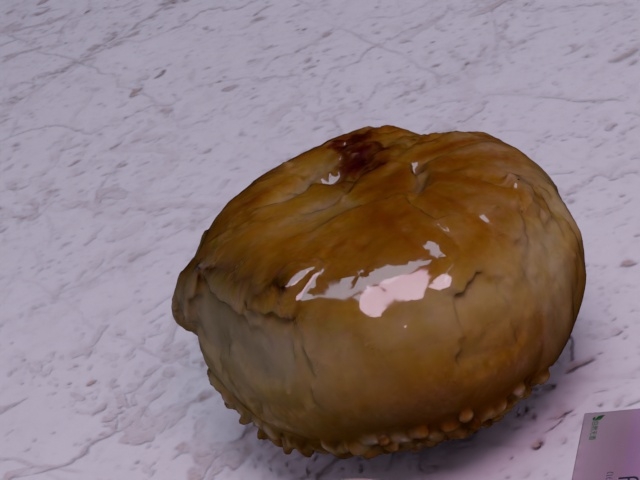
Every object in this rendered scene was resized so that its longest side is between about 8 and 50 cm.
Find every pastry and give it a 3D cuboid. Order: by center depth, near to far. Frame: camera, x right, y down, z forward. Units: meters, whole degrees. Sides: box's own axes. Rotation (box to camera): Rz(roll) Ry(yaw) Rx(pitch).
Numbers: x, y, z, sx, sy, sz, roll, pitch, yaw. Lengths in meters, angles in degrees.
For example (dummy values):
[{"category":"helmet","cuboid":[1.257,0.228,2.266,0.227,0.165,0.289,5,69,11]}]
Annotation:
[{"category":"pastry","cuboid":[0.062,0.055,1.890,0.409,0.245,0.409,-13,27,7]}]

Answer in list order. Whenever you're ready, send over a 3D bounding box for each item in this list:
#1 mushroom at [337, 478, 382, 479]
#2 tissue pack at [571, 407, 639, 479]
[{"category":"mushroom","cuboid":[0.058,0.311,1.512,0.254,0.234,0.260,10,-2,-7]},{"category":"tissue pack","cuboid":[0.252,0.259,1.537,0.092,0.148,0.246,-8,31,21]}]
